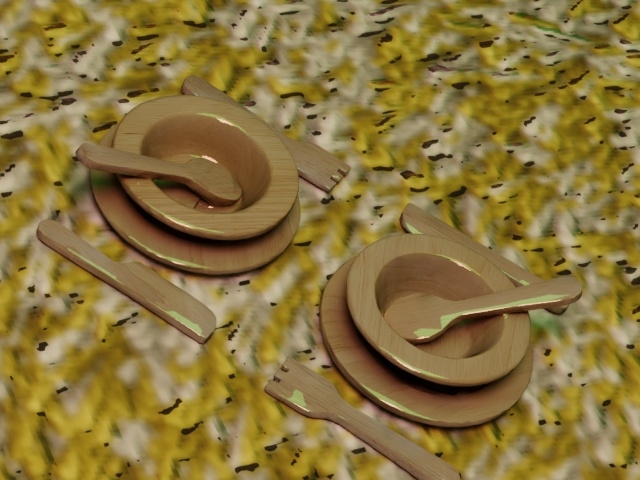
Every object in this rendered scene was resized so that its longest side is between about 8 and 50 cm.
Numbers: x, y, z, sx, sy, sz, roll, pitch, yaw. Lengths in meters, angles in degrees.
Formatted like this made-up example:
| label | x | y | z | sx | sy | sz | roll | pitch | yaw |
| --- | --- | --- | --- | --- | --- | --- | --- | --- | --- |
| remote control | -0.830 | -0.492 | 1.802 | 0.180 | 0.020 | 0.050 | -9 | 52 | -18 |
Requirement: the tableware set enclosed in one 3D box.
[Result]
| label | x | y | z | sx | sy | sz | roll | pitch | yaw |
| --- | --- | --- | --- | --- | --- | --- | --- | --- | --- |
| tableware set | 0.000 | 0.000 | 0.750 | 0.194 | 0.039 | 0.128 | 31 | 44 | 7 |
